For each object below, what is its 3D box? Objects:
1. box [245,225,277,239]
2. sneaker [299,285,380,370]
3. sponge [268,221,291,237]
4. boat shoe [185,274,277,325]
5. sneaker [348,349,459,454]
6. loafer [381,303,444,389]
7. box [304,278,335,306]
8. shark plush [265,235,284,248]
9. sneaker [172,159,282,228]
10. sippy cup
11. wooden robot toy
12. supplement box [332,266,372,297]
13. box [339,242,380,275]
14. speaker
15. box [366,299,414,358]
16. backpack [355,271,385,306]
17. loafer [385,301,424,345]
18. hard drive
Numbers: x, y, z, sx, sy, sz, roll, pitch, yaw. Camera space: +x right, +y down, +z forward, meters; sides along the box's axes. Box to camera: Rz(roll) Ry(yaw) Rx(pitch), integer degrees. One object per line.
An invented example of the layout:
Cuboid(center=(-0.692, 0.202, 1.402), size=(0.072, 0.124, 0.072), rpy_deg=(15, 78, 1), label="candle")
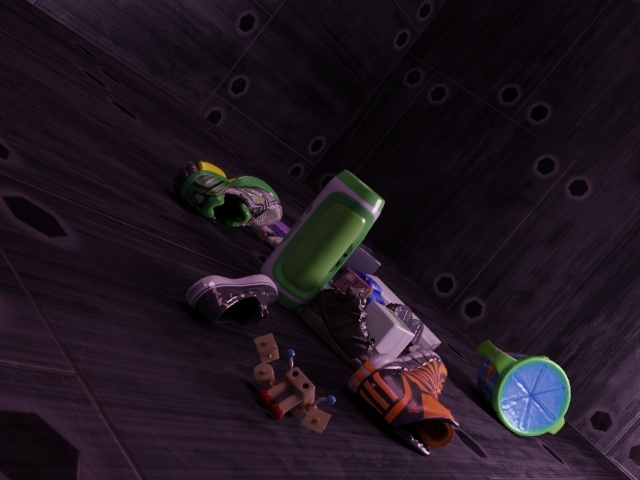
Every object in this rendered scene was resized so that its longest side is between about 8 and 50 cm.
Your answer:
Cuboid(center=(-0.188, -0.052, 1.969), size=(0.137, 0.027, 0.094), rpy_deg=(41, 8, 13), label="box")
Cuboid(center=(0.078, 0.180, 1.468), size=(0.227, 0.130, 0.087), rpy_deg=(43, 10, 15), label="sneaker")
Cuboid(center=(-0.075, 0.008, 2.158), size=(0.210, 0.031, 0.117), rpy_deg=(41, 7, 16), label="sponge")
Cuboid(center=(-0.122, 0.102, 1.146), size=(0.076, 0.080, 0.228), rpy_deg=(48, 11, 21), label="boat shoe")
Cuboid(center=(0.186, 0.307, 1.343), size=(0.180, 0.124, 0.321), rpy_deg=(47, 21, 27), label="sneaker")
Cuboid(center=(0.208, 0.264, 1.766), size=(0.267, 0.084, 0.096), rpy_deg=(42, 8, 25), label="loafer")
Cuboid(center=(0.000, 0.121, 1.707), size=(0.183, 0.059, 0.233), rpy_deg=(39, 7, 3), label="box")
Cuboid(center=(-0.100, 0.005, 1.972), size=(0.067, 0.073, 0.161), rpy_deg=(10, 7, 10), label="shark plush")
Cuboid(center=(-0.203, -0.076, 1.741), size=(0.146, 0.134, 0.344), rpy_deg=(50, 20, 27), label="sneaker")
Cuboid(center=(0.587, 0.438, 2.161), size=(0.240, 0.305, 0.224), rpy_deg=(-7, 6, -11), label="sippy cup")
Cuboid(center=(-0.044, 0.213, 0.983), size=(0.173, 0.076, 0.079), rpy_deg=(44, -27, 34), label="wooden robot toy")
Cuboid(center=(0.076, 0.109, 1.711), size=(0.083, 0.055, 0.043), rpy_deg=(42, 6, 0), label="supplement box")
Cuboid(center=(0.104, 0.053, 2.477), size=(0.153, 0.108, 0.207), rpy_deg=(39, 7, -9), label="box")
Cuboid(center=(0.000, 0.000, 1.498), size=(0.131, 0.296, 0.131), rpy_deg=(39, 7, -6), label="speaker")
Cuboid(center=(0.137, 0.213, 1.659), size=(0.087, 0.102, 0.101), rpy_deg=(30, 12, -42), label="box")
Cuboid(center=(0.116, 0.152, 1.958), size=(0.098, 0.101, 0.120), rpy_deg=(23, 19, -44), label="backpack")
Cuboid(center=(0.202, 0.231, 1.982), size=(0.095, 0.109, 0.302), rpy_deg=(21, -8, 26), label="loafer")
Cuboid(center=(0.253, 0.231, 2.311), size=(0.307, 0.040, 0.203), rpy_deg=(46, 9, 16), label="hard drive")
